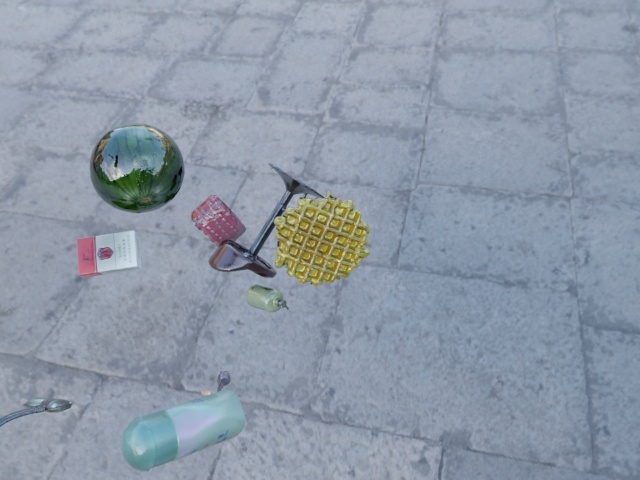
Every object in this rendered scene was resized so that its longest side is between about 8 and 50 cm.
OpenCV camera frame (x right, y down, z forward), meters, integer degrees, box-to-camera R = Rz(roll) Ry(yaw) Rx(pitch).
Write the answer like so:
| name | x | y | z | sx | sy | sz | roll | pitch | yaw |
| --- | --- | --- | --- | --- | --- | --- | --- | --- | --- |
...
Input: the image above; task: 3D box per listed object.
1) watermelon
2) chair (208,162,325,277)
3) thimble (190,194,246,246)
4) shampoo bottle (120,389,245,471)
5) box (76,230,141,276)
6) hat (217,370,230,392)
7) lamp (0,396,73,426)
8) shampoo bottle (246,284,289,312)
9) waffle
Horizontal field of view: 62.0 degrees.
| name | x | y | z | sx | sy | sz | roll | pitch | yaw |
| --- | --- | --- | --- | --- | --- | --- | --- | --- | --- |
| watermelon | -0.483 | -0.192 | 1.410 | 0.243 | 0.242 | 0.242 | -3 | 47 | 3 |
| chair | -0.184 | -0.038 | 1.807 | 0.227 | 0.226 | 0.401 | 35 | 92 | 32 |
| thimble | -0.366 | -0.065 | 1.911 | 0.125 | 0.189 | 0.163 | -42 | 44 | -3 |
| shampoo bottle | -0.405 | 0.554 | 1.556 | 0.350 | 0.222 | 0.151 | -4 | 67 | -45 |
| box | -0.555 | 0.035 | 1.401 | 0.152 | 0.048 | 0.100 | -8 | 74 | -4 |
| hat | -0.331 | 0.486 | 1.828 | 0.042 | 0.087 | 0.058 | 9 | 15 | -15 |
| lamp | -0.721 | 0.465 | 1.212 | 0.203 | 0.124 | 0.283 | -17 | 39 | 52 |
| shampoo bottle | -0.174 | 0.196 | 1.776 | 0.162 | 0.079 | 0.079 | 8 | 43 | 46 |
| waffle | 0.011 | -0.003 | 1.653 | 0.329 | 0.329 | 0.062 | -16 | 13 | -9 |
